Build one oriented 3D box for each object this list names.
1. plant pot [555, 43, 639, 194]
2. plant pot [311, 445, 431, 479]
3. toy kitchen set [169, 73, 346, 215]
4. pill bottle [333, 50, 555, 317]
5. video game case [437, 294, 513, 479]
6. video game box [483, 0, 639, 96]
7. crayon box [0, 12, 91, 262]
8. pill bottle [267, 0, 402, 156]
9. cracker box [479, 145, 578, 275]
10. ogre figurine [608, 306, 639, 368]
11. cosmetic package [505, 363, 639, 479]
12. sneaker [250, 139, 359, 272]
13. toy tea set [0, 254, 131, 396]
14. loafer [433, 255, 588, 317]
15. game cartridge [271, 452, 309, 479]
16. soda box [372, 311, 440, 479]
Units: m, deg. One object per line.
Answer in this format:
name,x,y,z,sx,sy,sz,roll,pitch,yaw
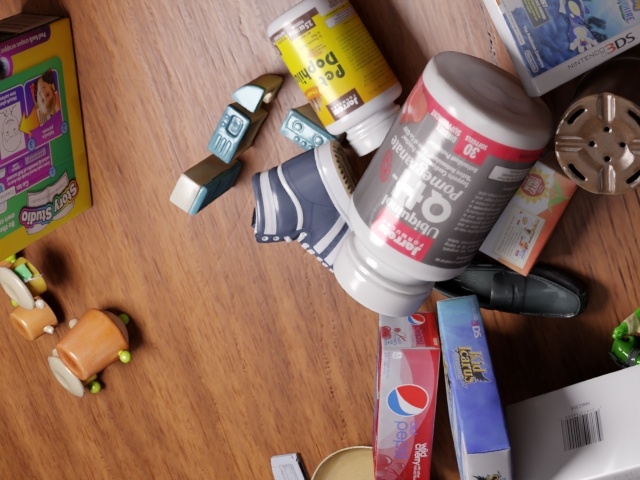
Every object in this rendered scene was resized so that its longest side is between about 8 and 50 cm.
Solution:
plant pot,0.365,-0.141,1.570,0.167,0.165,0.167,10,115,23
plant pot,0.095,0.421,2.031,0.236,0.032,0.236,10,115,23
toy kitchen set,-0.085,-0.108,1.834,0.166,0.122,0.207,35,123,9
pill bottle,0.142,-0.062,1.627,0.176,0.176,0.318,35,119,9
video game case,0.208,0.253,1.722,0.061,0.269,0.244,-8,131,2
video game box,0.293,-0.303,1.547,0.187,0.048,0.205,-29,100,-8
crayon box,-0.488,-0.135,1.879,0.106,0.363,0.313,8,115,23
pill bottle,0.029,-0.224,1.729,0.117,0.117,0.215,-29,97,33
cracker box,0.216,-0.080,1.729,0.232,0.067,0.156,31,120,11
ogre figurine,0.465,0.114,1.680,0.118,0.097,0.197,44,110,24
cosmetic package,0.400,0.283,1.692,0.224,0.138,0.224,-24,143,33
sneaker,0.000,0.000,1.807,0.153,0.099,0.282,-18,121,11
toy tea set,-0.437,0.098,2.130,0.336,0.124,0.200,52,153,-6
loafer,0.252,0.068,1.769,0.223,0.078,0.076,13,117,21
game cartridge,-0.047,0.384,2.095,0.056,0.017,0.083,-13,105,27
soda box,0.121,0.231,1.863,0.083,0.092,0.263,0,125,-1
